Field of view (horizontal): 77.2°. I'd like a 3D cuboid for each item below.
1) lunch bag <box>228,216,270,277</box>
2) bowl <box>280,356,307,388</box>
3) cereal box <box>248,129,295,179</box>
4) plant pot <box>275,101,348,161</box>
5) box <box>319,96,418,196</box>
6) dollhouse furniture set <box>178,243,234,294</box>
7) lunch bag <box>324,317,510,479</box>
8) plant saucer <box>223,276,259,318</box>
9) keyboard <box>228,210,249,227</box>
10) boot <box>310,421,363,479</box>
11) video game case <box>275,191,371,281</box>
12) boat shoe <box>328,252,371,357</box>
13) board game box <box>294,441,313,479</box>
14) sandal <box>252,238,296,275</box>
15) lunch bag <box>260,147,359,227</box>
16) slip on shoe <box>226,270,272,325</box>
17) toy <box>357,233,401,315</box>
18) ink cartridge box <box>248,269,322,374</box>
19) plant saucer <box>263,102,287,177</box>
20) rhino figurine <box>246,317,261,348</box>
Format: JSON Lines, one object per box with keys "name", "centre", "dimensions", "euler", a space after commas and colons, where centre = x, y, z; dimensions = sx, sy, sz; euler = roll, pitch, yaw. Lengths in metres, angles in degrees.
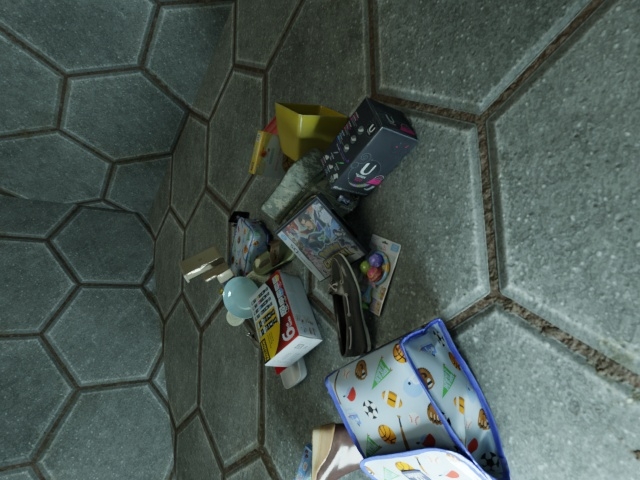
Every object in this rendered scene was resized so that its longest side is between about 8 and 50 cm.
{"name": "lunch bag", "centre": [-0.352, 0.041, 1.949], "dimensions": [0.243, 0.115, 0.303], "euler": [42, 119, 50]}
{"name": "bowl", "centre": [-0.107, 0.505, 1.600], "dimensions": [0.142, 0.053, 0.142], "euler": [-48, 49, 37]}
{"name": "cereal box", "centre": [-0.164, -0.338, 1.642], "dimensions": [0.047, 0.240, 0.173], "euler": [28, 108, 47]}
{"name": "plant pot", "centre": [-0.047, -0.410, 1.544], "dimensions": [0.212, 0.212, 0.187], "euler": [43, 132, 47]}
{"name": "box", "centre": [0.146, -0.287, 1.281], "dimensions": [0.270, 0.165, 0.143], "euler": [-48, 49, 39]}
{"name": "dollhouse furniture set", "centre": [-0.519, 0.227, 1.972], "dimensions": [0.286, 0.198, 0.303], "euler": [43, 156, 50]}
{"name": "lunch bag", "centre": [0.235, 0.450, 1.012], "dimensions": [0.328, 0.239, 0.385], "euler": [-41, 70, 42]}
{"name": "plant saucer", "centre": [-0.350, 0.257, 1.827], "dimensions": [0.195, 0.037, 0.195], "euler": [2, 96, 17]}
{"name": "keyboard", "centre": [-0.437, -0.107, 2.160], "dimensions": [0.192, 0.038, 0.100], "euler": [10, 70, 54]}
{"name": "boot", "centre": [0.077, 0.686, 1.215], "dimensions": [0.090, 0.207, 0.248], "euler": [67, -157, -81]}
{"name": "video game case", "centre": [0.000, 0.000, 1.360], "dimensions": [0.248, 0.035, 0.275], "euler": [48, 137, -6]}
{"name": "boat shoe", "centre": [0.075, 0.211, 1.285], "dimensions": [0.112, 0.095, 0.335], "euler": [161, 94, -69]}
{"name": "board game box", "centre": [-0.015, 0.755, 1.349], "dimensions": [0.039, 0.160, 0.211], "euler": [24, 105, 36]}
{"name": "sandal", "centre": [-0.200, 0.057, 1.738], "dimensions": [0.303, 0.086, 0.120], "euler": [-39, 55, 25]}
{"name": "lunch bag", "centre": [-0.032, -0.146, 1.461], "dimensions": [0.256, 0.212, 0.305], "euler": [43, 133, -4]}
{"name": "slip on shoe", "centre": [-0.330, 0.258, 1.892], "dimensions": [0.123, 0.101, 0.331], "euler": [36, 106, 13]}
{"name": "toy", "centre": [0.164, 0.107, 1.292], "dimensions": [0.137, 0.056, 0.237], "euler": [26, 106, 51]}
{"name": "ink cartridge box", "centre": [-0.167, 0.326, 1.578], "dimensions": [0.272, 0.130, 0.309], "euler": [-45, 46, 23]}
{"name": "plant saucer", "centre": [-0.192, -0.448, 1.835], "dimensions": [0.258, 0.048, 0.259], "euler": [-28, 60, 53]}
{"name": "rhino figurine", "centre": [-0.252, 0.379, 1.792], "dimensions": [0.106, 0.073, 0.243], "euler": [33, 112, 29]}
